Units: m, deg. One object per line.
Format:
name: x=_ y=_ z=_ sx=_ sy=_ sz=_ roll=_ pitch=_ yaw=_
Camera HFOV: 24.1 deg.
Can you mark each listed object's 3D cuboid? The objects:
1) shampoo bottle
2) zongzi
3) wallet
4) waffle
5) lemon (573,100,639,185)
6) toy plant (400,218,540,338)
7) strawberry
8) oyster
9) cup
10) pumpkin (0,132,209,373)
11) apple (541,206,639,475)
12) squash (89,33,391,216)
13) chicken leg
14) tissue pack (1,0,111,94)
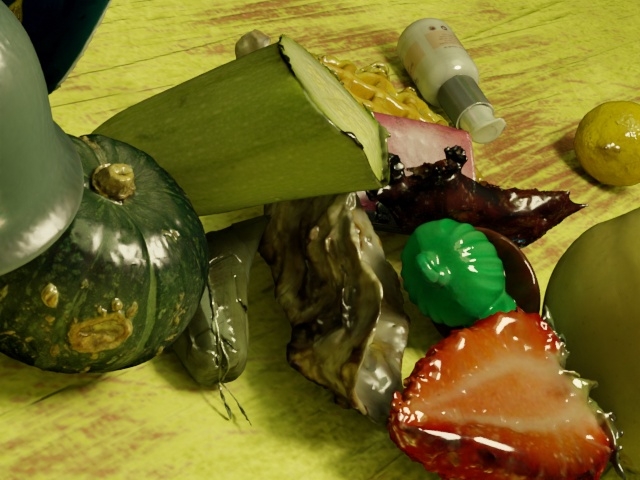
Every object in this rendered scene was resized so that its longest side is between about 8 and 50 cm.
shampoo bottle: x=0.153 y=-0.182 z=1.756 sx=0.074 sy=0.074 sz=0.192 roll=12 pitch=37 yaw=-37
zongzi: x=-0.055 y=0.054 z=1.130 sx=0.130 sy=0.062 sz=0.154 roll=-24 pitch=59 yaw=-27
wallet: x=0.052 y=-0.067 z=1.429 sx=0.232 sy=0.025 sz=0.119 roll=7 pitch=68 yaw=-30
waffle: x=0.051 y=-0.105 z=1.543 sx=0.291 sy=0.051 sz=0.291 roll=26 pitch=30 yaw=-16
lemon: x=0.373 y=-0.120 z=1.857 sx=0.109 sy=0.109 sz=0.133 roll=48 pitch=29 yaw=24
toy plant: x=0.136 y=0.048 z=1.329 sx=0.143 sy=0.105 sz=0.200 roll=59 pitch=22 yaw=15
strawberry: x=0.136 y=0.156 z=1.183 sx=0.228 sy=0.098 sz=0.174 roll=-22 pitch=71 yaw=-49
oyster: x=0.005 y=0.007 z=1.260 sx=0.204 sy=0.111 sz=0.396 roll=64 pitch=8 yaw=-46
cup: x=-0.240 y=-0.089 z=0.892 sx=0.199 sy=0.150 sz=0.199 roll=5 pitch=43 yaw=-5
pumpkin: x=-0.168 y=0.007 z=1.026 sx=0.190 sy=0.146 sz=0.190 roll=10 pitch=50 yaw=-12
apple: x=0.329 y=0.081 z=1.322 sx=0.262 sy=0.262 sz=0.262 roll=26 pitch=29 yaw=-16
squash: x=-0.098 y=-0.080 z=1.148 sx=0.137 sy=0.288 sz=0.137 roll=-10 pitch=90 yaw=-75
chicken leg: x=0.141 y=-0.033 z=1.396 sx=0.234 sy=0.105 sz=0.063 roll=17 pitch=55 yaw=-38
tissue pack: x=-0.381 y=-0.279 z=1.135 sx=0.417 sy=0.253 sz=0.264 roll=2 pitch=42 yaw=-43
